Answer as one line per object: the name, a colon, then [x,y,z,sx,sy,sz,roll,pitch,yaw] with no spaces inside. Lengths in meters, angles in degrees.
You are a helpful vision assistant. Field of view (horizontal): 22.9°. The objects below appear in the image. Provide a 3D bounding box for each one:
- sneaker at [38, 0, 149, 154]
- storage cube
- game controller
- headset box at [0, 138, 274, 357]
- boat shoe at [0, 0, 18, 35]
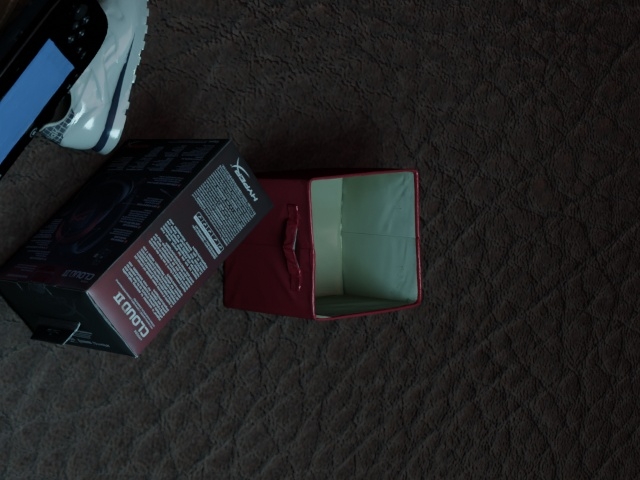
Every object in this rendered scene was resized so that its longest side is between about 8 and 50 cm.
sneaker: [-0.273,-0.225,1.906,0.095,0.090,0.235,14,80,-25]
storage cube: [0.000,0.000,2.078,0.215,0.193,0.183,-7,97,-41]
game controller: [-0.353,-0.149,1.776,0.319,0.067,0.166,-53,158,-7]
headset box: [-0.232,0.012,1.864,0.293,0.218,0.110,-49,122,-28]
boat shoe: [-0.421,-0.212,1.757,0.121,0.110,0.341,45,65,-33]
